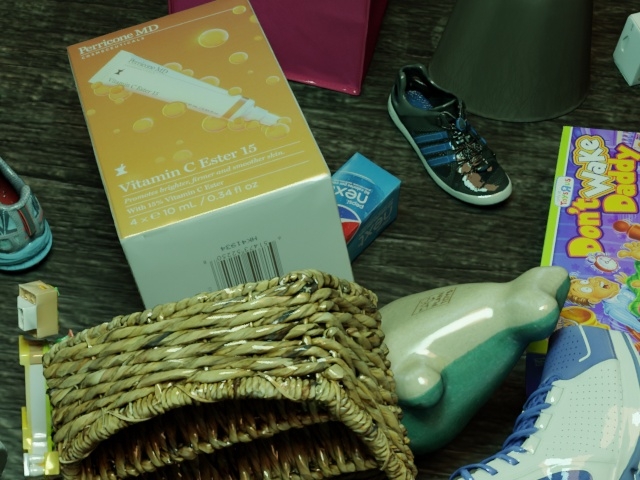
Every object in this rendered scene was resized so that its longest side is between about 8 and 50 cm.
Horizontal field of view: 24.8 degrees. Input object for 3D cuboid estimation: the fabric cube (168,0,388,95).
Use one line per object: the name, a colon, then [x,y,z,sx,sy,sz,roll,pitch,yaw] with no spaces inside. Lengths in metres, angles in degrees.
fabric cube: [-0.036,-0.374,1.772,0.259,0.254,0.258,14,57,5]

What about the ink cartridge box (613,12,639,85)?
ink cartridge box: [0.437,-0.249,1.814,0.122,0.088,0.052,-14,60,-13]

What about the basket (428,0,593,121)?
basket: [0.244,-0.272,1.733,0.204,0.227,0.154,5,55,-1]

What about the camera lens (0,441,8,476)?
camera lens: [-0.448,0.174,1.301,0.274,0.219,0.219,39,60,8]

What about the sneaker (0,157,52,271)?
sneaker: [-0.398,-0.083,1.617,0.262,0.125,0.104,34,59,19]

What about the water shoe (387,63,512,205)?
water shoe: [0.148,-0.124,1.710,0.073,0.080,0.203,-32,62,-23]

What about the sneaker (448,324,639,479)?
sneaker: [0.188,0.214,1.312,0.182,0.127,0.315,13,62,-9]

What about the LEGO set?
LEGO set: [-0.240,0.185,1.434,0.107,0.132,0.287,-2,77,-12]

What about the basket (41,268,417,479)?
basket: [-0.087,0.173,1.311,0.299,0.213,0.223,-17,74,19]

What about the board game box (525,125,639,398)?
board game box: [0.358,0.027,1.572,0.233,0.078,0.347,6,47,12]

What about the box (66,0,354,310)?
box: [-0.122,-0.081,1.546,0.215,0.168,0.345,-19,43,-6]

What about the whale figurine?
whale figurine: [0.136,0.122,1.449,0.141,0.272,0.216,59,25,-10]

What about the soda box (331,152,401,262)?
soda box: [0.000,0.000,1.618,0.067,0.071,0.210,34,59,19]
